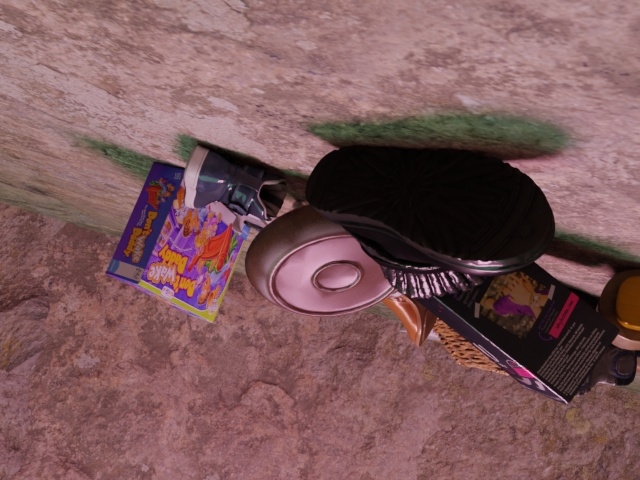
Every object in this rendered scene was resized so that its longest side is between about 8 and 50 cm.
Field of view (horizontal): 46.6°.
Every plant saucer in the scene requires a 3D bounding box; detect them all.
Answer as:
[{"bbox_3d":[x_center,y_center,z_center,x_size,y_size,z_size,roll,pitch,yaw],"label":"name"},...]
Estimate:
[{"bbox_3d":[0.026,0.047,1.284,0.311,0.050,0.310,-6,142,-5],"label":"plant saucer"}]

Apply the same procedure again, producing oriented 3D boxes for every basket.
[{"bbox_3d":[0.429,0.170,1.777,0.213,0.223,0.299,54,159,-16],"label":"basket"}]

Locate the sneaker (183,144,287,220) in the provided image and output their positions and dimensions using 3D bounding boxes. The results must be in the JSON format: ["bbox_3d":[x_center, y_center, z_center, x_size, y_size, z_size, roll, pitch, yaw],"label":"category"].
[{"bbox_3d":[-0.145,-0.080,1.262,0.164,0.086,0.226,20,170,-5],"label":"sneaker"}]

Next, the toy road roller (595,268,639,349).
[{"bbox_3d":[0.588,0.196,1.152,0.330,0.240,0.202,13,170,20],"label":"toy road roller"}]

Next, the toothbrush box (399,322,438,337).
[{"bbox_3d":[0.422,0.268,2.316,0.283,0.122,0.206,20,171,-13],"label":"toothbrush box"}]

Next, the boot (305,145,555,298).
[{"bbox_3d":[0.169,0.001,0.944,0.348,0.131,0.260,22,164,45],"label":"boot"}]

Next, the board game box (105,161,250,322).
[{"bbox_3d":[-0.279,0.017,1.536,0.078,0.233,0.347,16,168,20],"label":"board game box"}]

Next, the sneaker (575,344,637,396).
[{"bbox_3d":[0.520,0.256,1.536,0.297,0.110,0.129,8,177,-33],"label":"sneaker"}]

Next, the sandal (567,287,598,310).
[{"bbox_3d":[0.518,0.151,1.535,0.446,0.106,0.167,6,173,-17],"label":"sandal"}]

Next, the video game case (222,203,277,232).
[{"bbox_3d":[-0.144,-0.044,1.701,0.191,0.022,0.173,21,169,-36],"label":"video game case"}]

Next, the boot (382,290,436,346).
[{"bbox_3d":[0.154,0.123,1.724,0.220,0.109,0.283,19,152,29],"label":"boot"}]

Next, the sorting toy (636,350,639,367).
[{"bbox_3d":[0.681,0.251,1.814,0.257,0.089,0.255,19,171,-29],"label":"sorting toy"}]

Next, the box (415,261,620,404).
[{"bbox_3d":[0.296,0.112,1.173,0.270,0.143,0.165,39,173,-2],"label":"box"}]

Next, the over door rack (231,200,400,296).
[{"bbox_3d":[0.000,0.000,1.486,0.240,0.108,0.324,24,179,-35],"label":"over door rack"}]
